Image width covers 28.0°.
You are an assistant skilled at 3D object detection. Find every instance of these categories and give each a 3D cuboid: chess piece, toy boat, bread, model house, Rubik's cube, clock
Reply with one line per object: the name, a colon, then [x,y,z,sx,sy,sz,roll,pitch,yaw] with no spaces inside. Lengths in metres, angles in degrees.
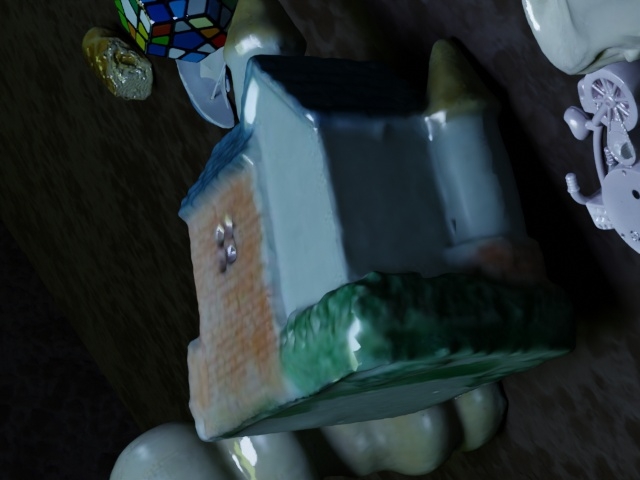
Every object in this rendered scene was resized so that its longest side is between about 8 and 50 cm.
chess piece: [-0.025,0.170,1.101,0.182,0.330,0.182,52,159,29]
toy boat: [-0.121,-0.181,1.311,0.105,0.034,0.149,47,156,30]
bread: [-0.249,-0.219,1.549,0.110,0.060,0.066,47,-175,38]
model house: [0.017,-0.042,0.931,0.267,0.194,0.325,-34,65,57]
Rubik's cube: [-0.123,-0.225,1.147,0.133,0.133,0.112,107,159,-63]
clock: [0.178,-0.048,0.737,0.087,0.041,0.129,20,139,57]

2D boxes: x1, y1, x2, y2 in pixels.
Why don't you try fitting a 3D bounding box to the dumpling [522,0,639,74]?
dumpling: [0.152,-0.156,0.579,0.169,0.100,0.134,142,112,-68]
